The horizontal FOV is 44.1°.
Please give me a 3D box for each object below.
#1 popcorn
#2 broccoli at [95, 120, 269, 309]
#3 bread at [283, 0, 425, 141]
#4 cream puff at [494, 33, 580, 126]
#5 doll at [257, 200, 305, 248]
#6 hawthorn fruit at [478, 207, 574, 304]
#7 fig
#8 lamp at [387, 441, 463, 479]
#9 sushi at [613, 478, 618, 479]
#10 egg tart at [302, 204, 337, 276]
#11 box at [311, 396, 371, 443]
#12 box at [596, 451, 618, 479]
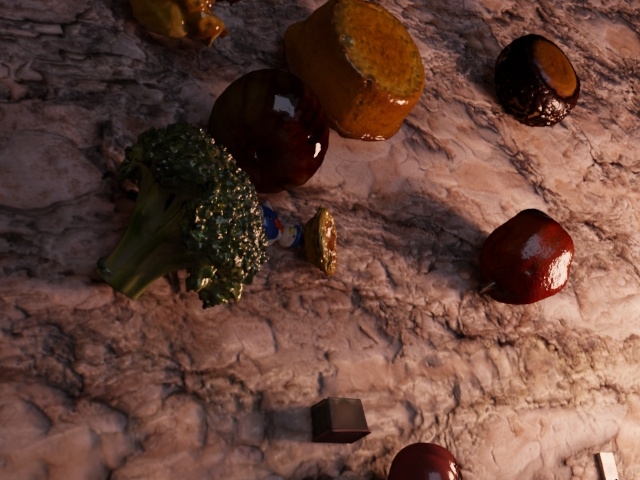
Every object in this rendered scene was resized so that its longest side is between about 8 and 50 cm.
[{"bbox_3d":[-0.249,-0.462,1.389,0.190,0.191,0.254,-31,97,-30],"label":"popcorn"},{"bbox_3d":[-0.193,-0.032,1.169,0.235,0.260,0.288,13,15,-19],"label":"broccoli"},{"bbox_3d":[0.073,-0.344,1.591,0.312,0.172,0.312,21,53,-30],"label":"bread"},{"bbox_3d":[0.539,-0.397,1.999,0.239,0.165,0.239,19,56,-30],"label":"cream puff"},{"bbox_3d":[-0.083,-0.020,1.374,0.143,0.057,0.099,26,52,-33],"label":"doll"},{"bbox_3d":[0.418,0.045,1.659,0.251,0.189,0.190,-27,86,-37],"label":"hawthorn fruit"},{"bbox_3d":[-0.090,-0.231,1.413,0.217,0.217,0.321,32,30,-21],"label":"fig"},{"bbox_3d":[0.166,0.419,1.280,0.182,0.140,0.182,-14,90,-72],"label":"lamp"},{"bbox_3d":[0.592,0.548,1.589,0.098,0.084,0.094,45,50,-5],"label":"sushi"},{"bbox_3d":[0.000,0.000,1.408,0.130,0.052,0.131,-5,90,-79],"label":"egg tart"},{"bbox_3d":[0.030,0.294,1.293,0.084,0.060,0.063,10,56,-34],"label":"box"},{"bbox_3d":[0.615,0.495,1.685,0.046,0.012,0.083,11,61,-34],"label":"box"}]
